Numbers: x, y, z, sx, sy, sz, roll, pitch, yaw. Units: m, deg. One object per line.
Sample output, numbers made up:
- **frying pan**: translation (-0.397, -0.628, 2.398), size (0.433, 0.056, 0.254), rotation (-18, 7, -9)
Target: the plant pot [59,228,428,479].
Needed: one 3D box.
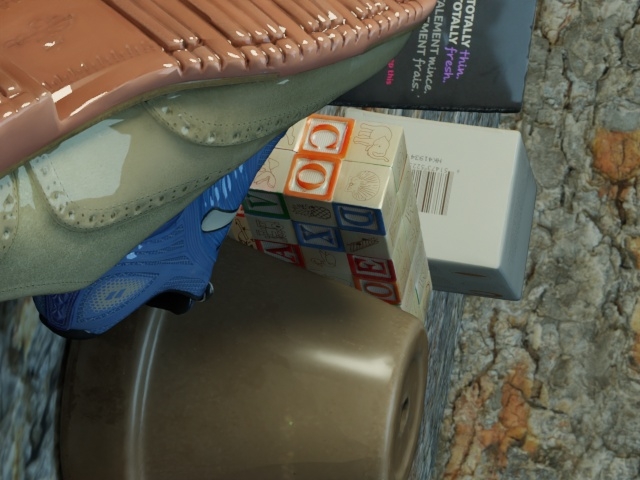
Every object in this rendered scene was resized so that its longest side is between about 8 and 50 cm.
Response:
- **plant pot**: translation (-0.043, 0.112, 1.120), size (0.263, 0.229, 0.263), rotation (8, 90, -76)

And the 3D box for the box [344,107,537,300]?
- **box**: translation (0.150, -0.036, 1.868), size (0.345, 0.214, 0.168), rotation (39, 61, -76)

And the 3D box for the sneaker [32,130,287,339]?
- **sneaker**: translation (-0.113, -0.039, 1.012), size (0.330, 0.129, 0.147), rotation (-47, 155, -57)

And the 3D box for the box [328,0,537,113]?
- **box**: translation (-0.012, -0.174, 0.912), size (0.143, 0.270, 0.165), rotation (-145, -120, -62)

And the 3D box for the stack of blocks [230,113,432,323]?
- **stack of blocks**: translation (0.000, 0.000, 1.353), size (0.297, 0.171, 0.087), rotation (74, 28, -59)

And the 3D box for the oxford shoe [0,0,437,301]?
- **oxford shoe**: translation (-0.106, -0.066, 0.741), size (0.397, 0.140, 0.147), rotation (-22, 141, -34)
